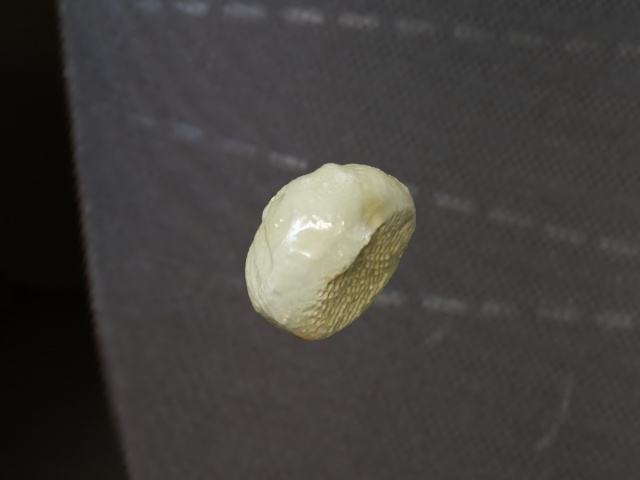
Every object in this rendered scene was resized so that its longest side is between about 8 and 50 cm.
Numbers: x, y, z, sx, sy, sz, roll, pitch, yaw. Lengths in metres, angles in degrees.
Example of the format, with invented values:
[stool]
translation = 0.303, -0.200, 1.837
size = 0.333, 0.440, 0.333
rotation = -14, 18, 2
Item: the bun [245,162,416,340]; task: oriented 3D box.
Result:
[bun]
translation = 0.000, 0.000, 0.827
size = 0.055, 0.086, 0.086
rotation = 39, 159, 17
